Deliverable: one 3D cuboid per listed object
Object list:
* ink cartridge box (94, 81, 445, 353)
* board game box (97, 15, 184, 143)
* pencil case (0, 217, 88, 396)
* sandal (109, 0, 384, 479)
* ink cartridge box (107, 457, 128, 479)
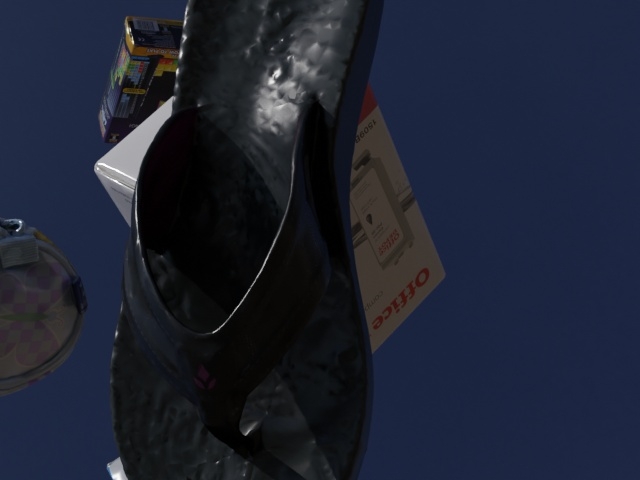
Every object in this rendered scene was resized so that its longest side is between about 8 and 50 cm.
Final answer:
[{"bbox_3d":[-0.028,-0.014,1.033,0.207,0.117,0.283,-45,-46,-19],"label":"ink cartridge box"},{"bbox_3d":[-0.131,-0.159,1.253,0.170,0.048,0.141,0,-40,-24],"label":"board game box"},{"bbox_3d":[-0.294,0.025,0.906,0.113,0.273,0.124,-29,-60,-37],"label":"pencil case"},{"bbox_3d":[-0.055,-0.023,0.736,0.107,0.168,0.445,38,-128,-64],"label":"sandal"},{"bbox_3d":[-0.159,0.393,1.734,0.168,0.171,0.232,-34,-52,-7],"label":"ink cartridge box"}]
